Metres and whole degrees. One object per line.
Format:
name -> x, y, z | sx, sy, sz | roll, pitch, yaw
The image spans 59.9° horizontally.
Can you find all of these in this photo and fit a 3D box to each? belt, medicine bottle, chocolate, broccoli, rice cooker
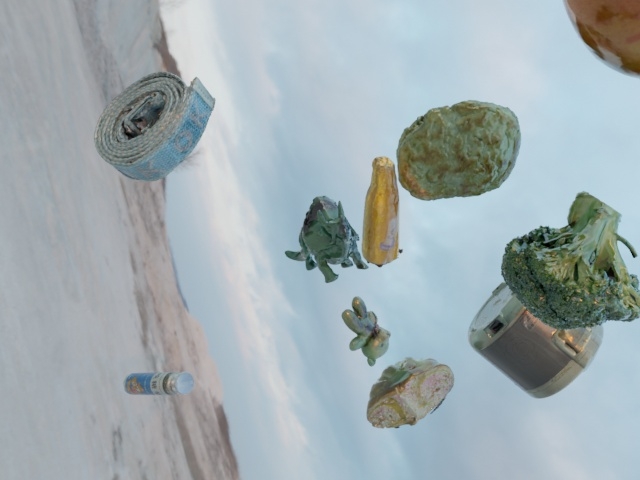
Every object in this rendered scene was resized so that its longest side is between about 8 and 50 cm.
belt -> -0.258, -0.173, 0.837 | 0.082, 0.147, 0.163 | 56, 50, -65
medicine bottle -> -0.357, 0.314, 1.218 | 0.191, 0.051, 0.051 | -12, -85, 36
chocolate -> 0.115, -0.057, 1.067 | 0.086, 0.085, 0.219 | -124, -157, -49
broccoli -> 0.454, 0.041, 0.996 | 0.261, 0.269, 0.242 | 41, -72, 49
rice cooker -> 0.563, 0.243, 1.451 | 0.277, 0.288, 0.288 | 39, -22, 6

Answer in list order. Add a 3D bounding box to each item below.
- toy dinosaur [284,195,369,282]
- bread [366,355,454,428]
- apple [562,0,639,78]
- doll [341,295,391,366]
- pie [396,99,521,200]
toy dinosaur -> 0.008, 0.016, 0.835 | 0.120, 0.079, 0.292 | 64, -16, 14
bread -> 0.225, 0.408, 1.546 | 0.158, 0.260, 0.156 | 56, -12, -28
apple -> 0.428, -0.326, 0.612 | 0.275, 0.299, 0.299 | -6, -79, 56
doll -> 0.103, 0.196, 1.214 | 0.077, 0.115, 0.150 | -15, -60, 41
pie -> 0.270, -0.182, 1.089 | 0.090, 0.247, 0.201 | -95, 179, -59
